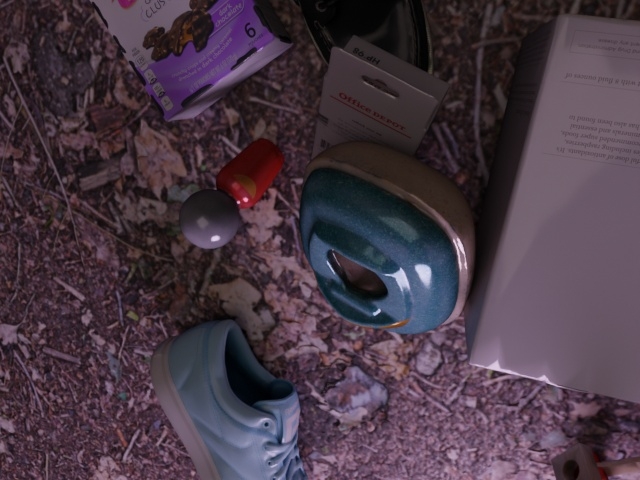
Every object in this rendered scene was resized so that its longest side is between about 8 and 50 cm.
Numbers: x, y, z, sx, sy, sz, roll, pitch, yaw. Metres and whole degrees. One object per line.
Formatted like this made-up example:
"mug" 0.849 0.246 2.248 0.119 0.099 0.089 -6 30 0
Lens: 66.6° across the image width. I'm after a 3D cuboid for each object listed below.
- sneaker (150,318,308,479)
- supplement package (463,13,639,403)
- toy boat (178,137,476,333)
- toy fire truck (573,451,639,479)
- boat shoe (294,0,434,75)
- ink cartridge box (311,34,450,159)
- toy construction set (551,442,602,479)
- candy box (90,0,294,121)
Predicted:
"sneaker" -0.078 0.270 0.652 0.150 0.135 0.366 -31 97 24
"supplement package" 0.250 -0.031 0.450 0.177 0.175 0.293 12 109 10
"toy boat" 0.000 0.000 0.515 0.318 0.148 0.267 28 156 24
"toy fire truck" 0.415 0.294 0.570 0.192 0.047 0.135 -34 93 20
"boat shoe" 0.017 -0.282 0.474 0.127 0.113 0.340 -15 101 19
"ink cartridge box" 0.056 -0.123 0.480 0.104 0.180 0.060 30 68 5
"toy construction set" 0.341 0.208 0.430 0.237 0.309 0.257 22 153 -3
"candy box" -0.154 -0.264 0.549 0.165 0.070 0.196 -29 97 21
